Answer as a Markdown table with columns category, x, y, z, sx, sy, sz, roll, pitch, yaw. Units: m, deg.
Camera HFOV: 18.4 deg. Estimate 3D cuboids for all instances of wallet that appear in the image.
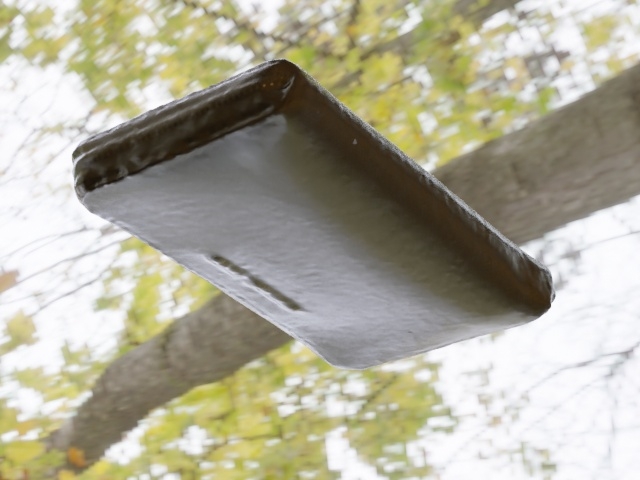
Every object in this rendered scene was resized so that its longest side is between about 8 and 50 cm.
| category | x | y | z | sx | sy | sz | roll | pitch | yaw |
| --- | --- | --- | --- | --- | --- | --- | --- | --- | --- |
| wallet | 0.000 | 0.000 | 0.983 | 0.250 | 0.149 | 0.044 | 37 | -136 | -46 |
